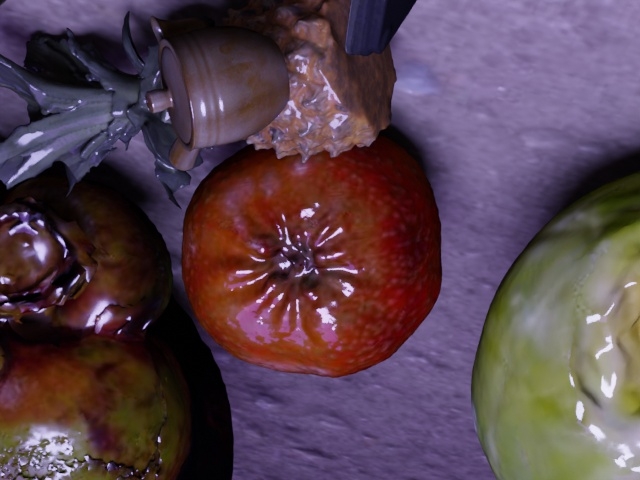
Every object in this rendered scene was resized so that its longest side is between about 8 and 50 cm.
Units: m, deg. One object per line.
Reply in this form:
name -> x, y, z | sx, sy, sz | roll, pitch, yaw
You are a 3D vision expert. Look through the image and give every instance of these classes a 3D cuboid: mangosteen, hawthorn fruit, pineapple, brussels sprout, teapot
mangosteen -> -0.264, 0.127, 1.343 | 0.381, 0.381, 0.421 | 2, 138, 21
hawthorn fruit -> 0.000, 0.000, 1.216 | 0.179, 0.200, 0.179 | 2, 105, 9
pineapple -> -0.093, -0.100, 1.127 | 0.277, 0.119, 0.130 | -8, 130, 29
brussels sprout -> 0.268, 0.101, 1.162 | 0.344, 0.268, 0.344 | 5, 145, 4
teapot -> -0.067, -0.085, 1.023 | 0.080, 0.085, 0.110 | -14, 156, -16

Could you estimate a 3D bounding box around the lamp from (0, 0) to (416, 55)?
lamp -> -0.076, -0.159, 0.944 | 0.283, 0.203, 0.124 | 7, 131, 20
